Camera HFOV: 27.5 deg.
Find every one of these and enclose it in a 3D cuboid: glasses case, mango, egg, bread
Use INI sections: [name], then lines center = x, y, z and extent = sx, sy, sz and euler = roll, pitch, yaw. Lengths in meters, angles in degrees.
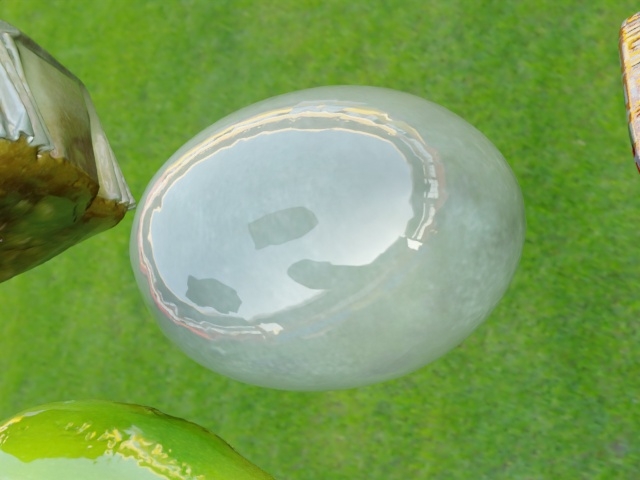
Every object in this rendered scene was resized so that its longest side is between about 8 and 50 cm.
[glasses case]
center = 0.237, -0.087, 0.873
extent = 0.049, 0.073, 0.194
euler = -25, 31, 25
[mango]
center = -0.088, 0.157, 0.755
extent = 0.125, 0.233, 0.111
euler = -56, -26, -61
[egg]
center = 0.000, 0.000, 1.093
extent = 0.352, 0.258, 0.258
euler = -10, 65, 38
[bread]
center = -0.224, -0.035, 0.759
extent = 0.192, 0.210, 0.109
euler = -21, 76, 4
